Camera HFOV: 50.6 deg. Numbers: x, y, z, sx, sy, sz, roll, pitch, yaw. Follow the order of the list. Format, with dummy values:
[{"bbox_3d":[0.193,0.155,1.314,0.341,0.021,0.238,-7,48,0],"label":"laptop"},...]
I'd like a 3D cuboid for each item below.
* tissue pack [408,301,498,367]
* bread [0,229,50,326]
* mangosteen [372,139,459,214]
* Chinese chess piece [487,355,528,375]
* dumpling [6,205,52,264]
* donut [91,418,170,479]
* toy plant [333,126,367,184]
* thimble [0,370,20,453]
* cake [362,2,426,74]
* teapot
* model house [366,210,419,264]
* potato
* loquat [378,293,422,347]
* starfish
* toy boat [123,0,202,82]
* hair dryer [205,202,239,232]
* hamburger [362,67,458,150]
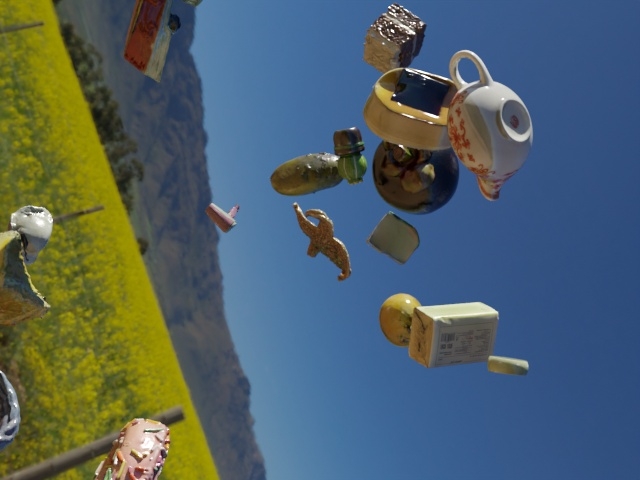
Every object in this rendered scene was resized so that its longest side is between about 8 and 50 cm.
[{"bbox_3d":[0.387,0.275,1.981,0.125,0.234,0.159,-151,-118,-63],"label":"tissue pack"},{"bbox_3d":[-0.634,0.075,1.349,0.169,0.140,0.160,71,-2,-62],"label":"bread"},{"bbox_3d":[0.272,-0.216,2.008,0.275,0.275,0.302,66,14,20],"label":"mangosteen"},{"bbox_3d":[0.390,0.262,1.410,0.084,0.084,0.034,163,-66,-75],"label":"Chinese chess piece"},{"bbox_3d":[-0.868,-0.023,2.000,0.108,0.127,0.188,-11,-125,45],"label":"dumpling"},{"bbox_3d":[-0.344,0.411,1.208,0.085,0.199,0.233,30,-26,-13],"label":"donut"},{"bbox_3d":[0.088,-0.243,1.963,0.093,0.092,0.162,-166,-116,-72],"label":"toy plant"},{"bbox_3d":[-0.786,0.387,1.501,0.172,0.205,0.236,-42,-112,37],"label":"thimble"},{"bbox_3d":[0.200,-0.551,1.883,0.134,0.147,0.135,42,-18,19],"label":"cake"},{"bbox_3d":[0.271,-0.191,1.093,0.116,0.159,0.246,-25,-100,67],"label":"teapot"},{"bbox_3d":[0.166,-0.004,1.518,0.100,0.088,0.100,35,0,2],"label":"model house"},{"bbox_3d":[-0.043,-0.210,2.150,0.149,0.251,0.113,-95,178,-46],"label":"potato"},{"bbox_3d":[0.264,0.253,2.128,0.204,0.149,0.172,153,-80,-75],"label":"loquat"},{"bbox_3d":[0.007,-0.005,1.530,0.210,0.053,0.150,48,-39,9],"label":"starfish"},{"bbox_3d":[-0.328,-0.509,1.475,0.145,0.133,0.332,3,-103,63],"label":"toy boat"},{"bbox_3d":[-0.312,-0.090,2.271,0.106,0.054,0.154,45,25,2],"label":"hair dryer"},{"bbox_3d":[0.193,-0.259,1.344,0.116,0.210,0.173,101,5,-64],"label":"hamburger"}]
